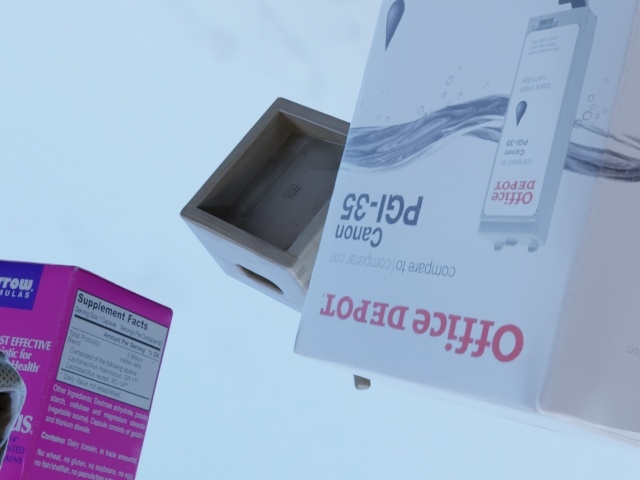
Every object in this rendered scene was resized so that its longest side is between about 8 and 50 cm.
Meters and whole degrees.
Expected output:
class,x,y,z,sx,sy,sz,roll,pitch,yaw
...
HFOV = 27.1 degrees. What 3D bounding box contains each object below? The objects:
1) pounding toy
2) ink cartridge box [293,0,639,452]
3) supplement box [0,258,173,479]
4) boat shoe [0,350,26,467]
class,x,y,z,sx,sy,sz,roll,pitch,yaw
pounding toy,0.000,0.000,0.874,0.141,0.130,0.100,25,159,41
ink cartridge box,0.115,-0.051,0.657,0.117,0.283,0.207,18,174,-32
supplement box,-0.189,0.130,0.845,0.111,0.220,0.114,3,163,30
boat shoe,-0.172,0.071,0.515,0.324,0.116,0.123,58,169,19
